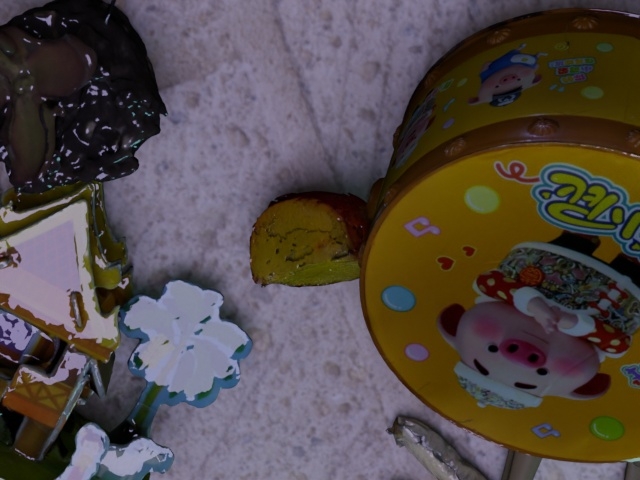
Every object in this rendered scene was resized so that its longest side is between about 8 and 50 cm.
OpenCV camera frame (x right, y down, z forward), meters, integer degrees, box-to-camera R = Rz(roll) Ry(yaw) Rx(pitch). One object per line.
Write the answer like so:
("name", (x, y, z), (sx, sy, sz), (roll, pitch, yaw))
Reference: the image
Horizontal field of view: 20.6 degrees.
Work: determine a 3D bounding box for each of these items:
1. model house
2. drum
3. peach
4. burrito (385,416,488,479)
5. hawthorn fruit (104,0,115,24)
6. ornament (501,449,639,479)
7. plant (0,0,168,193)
("model house", (-0.253, 0.098, 1.825), (0.357, 0.242, 0.313), (30, 107, -7))
("drum", (0.256, 0.004, 1.698), (0.431, 0.214, 0.431), (9, 132, 11))
("peach", (-0.002, -0.006, 1.815), (0.127, 0.172, 0.092), (0, 75, -20))
("burrito", (0.151, 0.259, 1.970), (0.185, 0.041, 0.045), (45, 148, -15))
("hawthorn fruit", (-0.175, -0.321, 1.680), (0.181, 0.181, 0.235), (23, 100, -6))
("ornament", (0.329, 0.192, 1.923), (0.230, 0.061, 0.245), (10, 113, -3))
("plant", (-0.255, -0.147, 1.733), (0.178, 0.234, 0.204), (-27, 102, 6))
